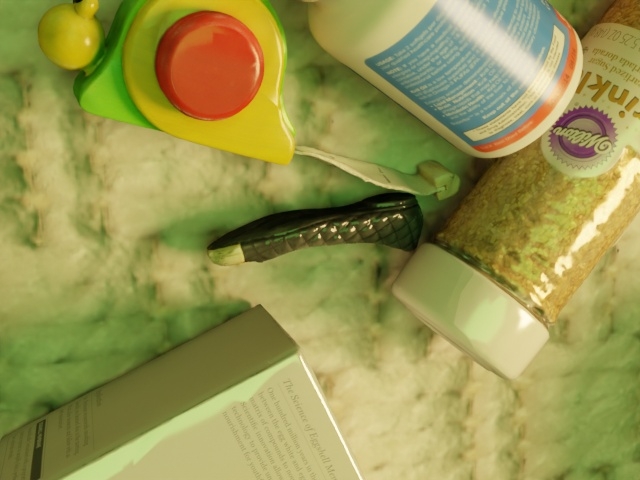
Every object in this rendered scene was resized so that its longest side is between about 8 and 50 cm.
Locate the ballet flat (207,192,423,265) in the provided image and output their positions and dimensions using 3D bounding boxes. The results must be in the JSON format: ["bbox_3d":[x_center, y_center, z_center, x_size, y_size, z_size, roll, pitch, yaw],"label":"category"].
[{"bbox_3d":[0.000,0.000,0.664,0.173,0.057,0.049,-10,107,-14],"label":"ballet flat"}]

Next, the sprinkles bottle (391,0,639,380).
[{"bbox_3d":[0.206,-0.064,0.678,0.121,0.121,0.355,38,87,-18],"label":"sprinkles bottle"}]

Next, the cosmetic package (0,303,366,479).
[{"bbox_3d":[-0.082,0.204,0.633,0.225,0.138,0.224,-26,105,-9],"label":"cosmetic package"}]

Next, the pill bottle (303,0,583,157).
[{"bbox_3d":[0.070,-0.158,0.594,0.222,0.124,0.124,29,91,-36],"label":"pill bottle"}]

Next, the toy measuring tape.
[{"bbox_3d":[-0.027,-0.116,0.612,0.330,0.121,0.121,12,96,-26],"label":"toy measuring tape"}]
